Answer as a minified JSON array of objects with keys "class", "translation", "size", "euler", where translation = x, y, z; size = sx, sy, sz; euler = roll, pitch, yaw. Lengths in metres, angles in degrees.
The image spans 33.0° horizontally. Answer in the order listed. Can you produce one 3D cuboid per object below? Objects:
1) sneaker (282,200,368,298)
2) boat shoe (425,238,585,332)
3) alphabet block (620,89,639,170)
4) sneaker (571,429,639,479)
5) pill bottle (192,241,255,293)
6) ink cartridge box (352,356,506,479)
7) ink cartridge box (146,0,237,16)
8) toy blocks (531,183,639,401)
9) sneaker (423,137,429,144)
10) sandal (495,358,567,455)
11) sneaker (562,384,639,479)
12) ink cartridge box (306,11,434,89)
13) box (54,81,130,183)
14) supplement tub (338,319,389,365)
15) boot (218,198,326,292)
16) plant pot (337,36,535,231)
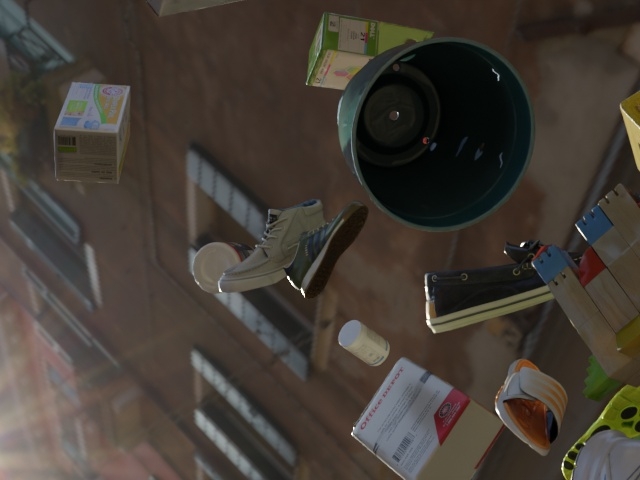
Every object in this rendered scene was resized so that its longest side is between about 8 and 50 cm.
[{"class":"sneaker","translation":[0.000,0.000,1.878],"size":[0.064,0.086,0.192],"euler":[17,-72,-54]},{"class":"boat shoe","translation":[0.461,0.068,2.390],"size":[0.500,0.156,0.187],"euler":[-18,-8,12]},{"class":"alphabet block","translation":[0.680,-0.181,1.941],"size":[0.192,0.193,0.197],"euler":[-33,-41,1]},{"class":"sneaker","translation":[0.336,0.357,1.236],"size":[0.111,0.129,0.297],"euler":[30,-112,-28]},{"class":"pill bottle","translation":[-0.188,0.057,2.298],"size":[0.108,0.108,0.180],"euler":[-53,-14,11]},{"class":"ink cartridge box","translation":[0.206,0.370,2.125],"size":[0.114,0.273,0.197],"euler":[36,-94,-27]},{"class":"ink cartridge box","translation":[-0.116,-0.493,1.539],"size":[0.271,0.130,0.309],"euler":[-21,-26,-39]},{"class":"toy blocks","translation":[0.505,0.031,1.665],"size":[0.381,0.261,0.190],"euler":[-45,-40,22]},{"class":"sneaker","translation":[0.200,-0.201,2.333],"size":[0.116,0.313,0.136],"euler":[-46,-22,-32]},{"class":"sandal","translation":[0.334,0.231,1.674],"size":[0.076,0.102,0.265],"euler":[-49,4,22]},{"class":"sneaker","translation":[0.595,0.368,2.131],"size":[0.295,0.109,0.123],"euler":[-44,-18,12]},{"class":"ink cartridge box","translation":[0.111,-0.417,2.465],"size":[0.189,0.255,0.097],"euler":[122,155,-70]},{"class":"box","translation":[-0.411,-0.199,1.966],"size":[0.114,0.203,0.103],"euler":[3,-58,-5]},{"class":"supplement tub","translation":[0.100,0.234,2.455],"size":[0.107,0.071,0.071],"euler":[38,-86,-33]},{"class":"boot","translation":[-0.089,0.004,1.966],"size":[0.258,0.095,0.124],"euler":[-23,-72,-41]},{"class":"plant pot","translation":[0.144,-0.172,1.620],"size":[0.272,0.271,0.255],"euler":[-49,19,0]}]
